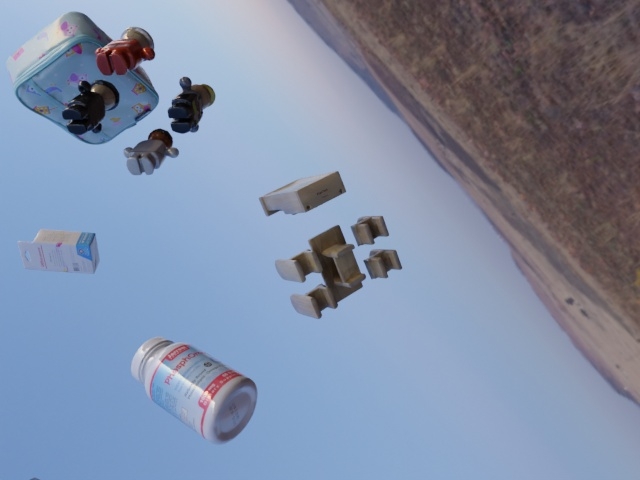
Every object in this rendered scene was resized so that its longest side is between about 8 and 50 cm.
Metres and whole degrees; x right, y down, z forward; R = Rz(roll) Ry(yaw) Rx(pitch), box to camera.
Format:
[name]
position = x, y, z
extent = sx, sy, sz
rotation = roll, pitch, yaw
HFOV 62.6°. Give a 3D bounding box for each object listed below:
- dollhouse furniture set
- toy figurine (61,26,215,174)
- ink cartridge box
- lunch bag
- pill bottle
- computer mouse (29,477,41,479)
[dollhouse furniture set]
position = 0.000, 0.000, 1.040
extent = 0.161, 0.212, 0.242
rotation = 1, 116, 60
[toy figurine]
position = -0.323, -0.246, 0.951
extent = 0.210, 0.213, 0.148
rotation = 36, -149, -19
[ink cartridge box]
position = -0.706, 0.029, 1.427
extent = 0.182, 0.104, 0.061
rotation = 4, -142, -8
[lunch bag]
position = -0.500, -0.326, 1.130
extent = 0.107, 0.224, 0.279
rotation = 58, -174, 23
[pill bottle]
position = -0.165, 0.184, 0.673
extent = 0.160, 0.087, 0.087
rotation = 20, 179, 30
[computer mouse]
position = -0.532, 0.567, 1.090
extent = 0.262, 0.184, 0.060
rotation = 21, -127, 15
